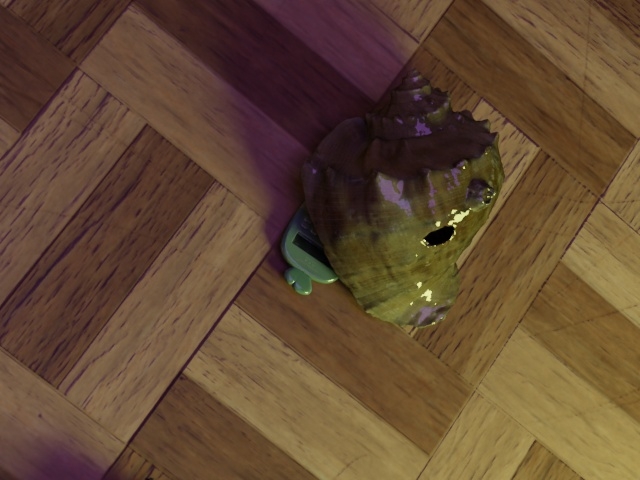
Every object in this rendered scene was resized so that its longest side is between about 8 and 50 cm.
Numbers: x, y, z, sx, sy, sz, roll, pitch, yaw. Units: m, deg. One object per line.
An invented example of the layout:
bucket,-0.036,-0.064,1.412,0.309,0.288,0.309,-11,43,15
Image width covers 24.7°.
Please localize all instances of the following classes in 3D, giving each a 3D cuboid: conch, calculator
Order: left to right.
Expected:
calculator,0.000,0.000,1.887,0.095,0.021,0.153,34,72,-12
conch,0.112,-0.051,1.852,0.263,0.186,0.324,-8,85,-15

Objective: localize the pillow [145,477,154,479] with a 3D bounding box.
pillow,-0.207,0.415,1.705,0.169,0.059,0.255,47,65,-37
